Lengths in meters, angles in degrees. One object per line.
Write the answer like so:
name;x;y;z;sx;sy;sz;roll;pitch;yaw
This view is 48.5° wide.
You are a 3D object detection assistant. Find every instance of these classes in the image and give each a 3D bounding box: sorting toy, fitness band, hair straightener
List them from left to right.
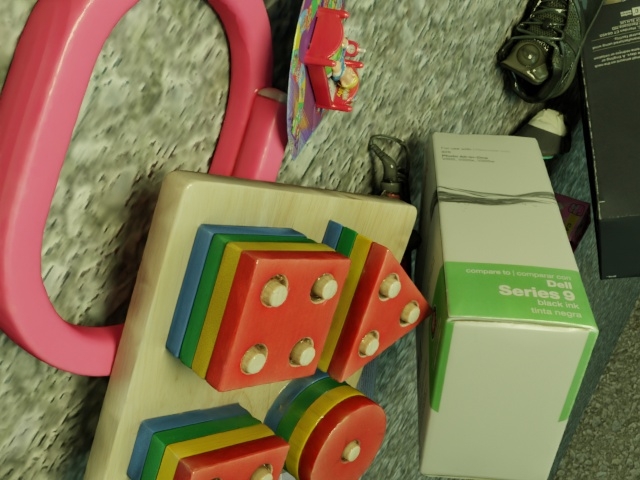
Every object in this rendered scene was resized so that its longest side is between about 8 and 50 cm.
fitness band;-0.112;-0.050;0.472;0.209;0.054;0.290;9;101;-57
sorting toy;-0.021;0.093;0.539;0.256;0.089;0.257;3;110;-49
hair straightener;0.079;-0.022;0.799;0.089;0.047;0.230;-66;152;-49

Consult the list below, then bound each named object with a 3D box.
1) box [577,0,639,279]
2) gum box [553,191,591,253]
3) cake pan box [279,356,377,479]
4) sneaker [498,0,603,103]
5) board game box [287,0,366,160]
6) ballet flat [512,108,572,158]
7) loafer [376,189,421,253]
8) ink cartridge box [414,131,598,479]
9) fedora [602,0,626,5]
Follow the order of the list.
box;0.489;-0.133;1.054;0.343;0.179;0.312;36;51;-63
gum box;0.340;0.012;1.134;0.188;0.107;0.062;-56;147;-15
cake pan box;-0.035;0.191;0.732;0.246;0.070;0.266;-31;134;-40
sneaker;0.294;-0.277;0.894;0.130;0.087;0.227;-36;143;-49
board game box;0.013;-0.141;0.553;0.168;0.033;0.133;-64;163;-57
ballet flat;0.332;-0.160;1.048;0.203;0.074;0.074;-13;121;-60
loafer;0.000;0.000;0.667;0.220;0.078;0.080;-13;166;-45
ink cartridge box;0.160;0.053;0.701;0.289;0.122;0.211;-83;174;-51
fedora;0.577;-0.388;1.184;0.334;0.153;0.334;-34;136;-41
